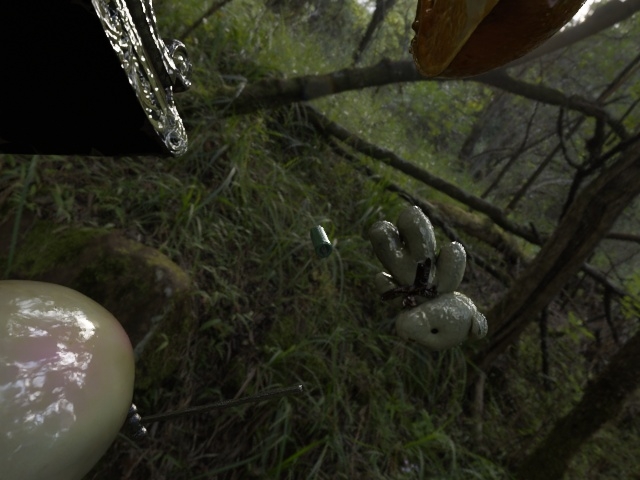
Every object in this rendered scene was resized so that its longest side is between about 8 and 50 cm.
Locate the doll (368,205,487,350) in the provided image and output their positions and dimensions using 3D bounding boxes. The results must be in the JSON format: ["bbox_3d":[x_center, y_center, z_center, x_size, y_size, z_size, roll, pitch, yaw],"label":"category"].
[{"bbox_3d":[0.179,0.082,0.965,0.278,0.149,0.175,65,-26,4],"label":"doll"}]

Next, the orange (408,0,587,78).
[{"bbox_3d":[0.219,-0.355,0.636,0.274,0.274,0.310,40,-7,29],"label":"orange"}]

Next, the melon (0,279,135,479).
[{"bbox_3d":[-0.306,0.150,0.491,0.223,0.223,0.317,36,1,3],"label":"melon"}]

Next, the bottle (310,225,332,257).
[{"bbox_3d":[0.000,0.000,0.907,0.030,0.030,0.083,32,15,-21],"label":"bottle"}]

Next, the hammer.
[{"bbox_3d":[-0.170,0.257,0.801,0.029,0.292,0.058,-88,163,-69],"label":"hammer"}]

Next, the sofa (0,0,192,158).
[{"bbox_3d":[-0.207,-0.192,0.371,0.199,0.182,0.258,2,-27,4],"label":"sofa"}]
